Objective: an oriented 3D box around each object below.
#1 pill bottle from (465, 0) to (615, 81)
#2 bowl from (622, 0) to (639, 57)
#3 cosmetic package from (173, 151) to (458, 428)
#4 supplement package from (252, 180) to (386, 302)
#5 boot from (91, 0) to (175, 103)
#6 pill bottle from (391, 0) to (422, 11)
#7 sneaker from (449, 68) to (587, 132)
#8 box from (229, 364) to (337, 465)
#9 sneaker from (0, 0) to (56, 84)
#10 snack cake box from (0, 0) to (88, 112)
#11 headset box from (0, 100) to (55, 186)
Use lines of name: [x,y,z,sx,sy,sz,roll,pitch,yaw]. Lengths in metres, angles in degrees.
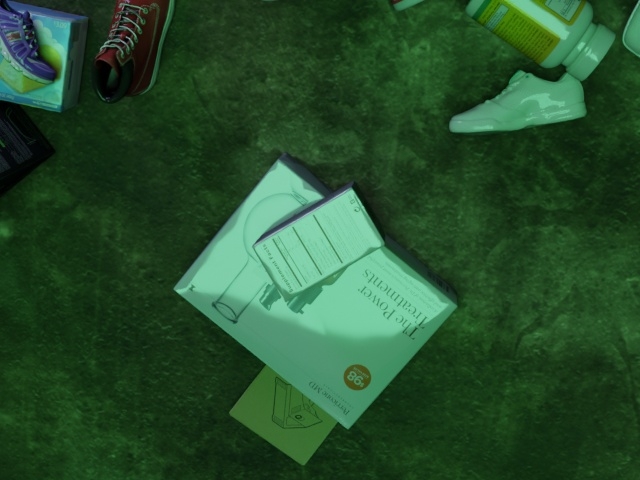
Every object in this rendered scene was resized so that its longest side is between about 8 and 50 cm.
pill bottle: [0.332,-0.333,1.655,0.208,0.117,0.117,34,108,-2]
bowl: [0.537,-0.327,1.657,0.142,0.053,0.142,29,109,0]
cosmetic package: [-0.006,0.084,1.827,0.377,0.097,0.284,39,105,-3]
supplement package: [0.000,0.000,1.707,0.179,0.105,0.105,-30,96,9]
boot: [-0.297,-0.339,1.722,0.088,0.176,0.244,12,106,7]
pill bottle: [0.125,-0.447,1.660,0.108,0.108,0.180,-24,100,14]
sneaker: [0.302,-0.218,1.723,0.212,0.080,0.094,-10,92,4]
box: [-0.038,0.275,1.935,0.164,0.021,0.201,36,107,-2]
sneaker: [-0.468,-0.317,1.721,0.071,0.068,0.170,-37,96,9]
snack cake box: [-0.526,-0.315,1.810,0.264,0.089,0.152,12,108,5]
headset box: [-0.604,-0.096,1.782,0.246,0.283,0.131,-36,98,17]
